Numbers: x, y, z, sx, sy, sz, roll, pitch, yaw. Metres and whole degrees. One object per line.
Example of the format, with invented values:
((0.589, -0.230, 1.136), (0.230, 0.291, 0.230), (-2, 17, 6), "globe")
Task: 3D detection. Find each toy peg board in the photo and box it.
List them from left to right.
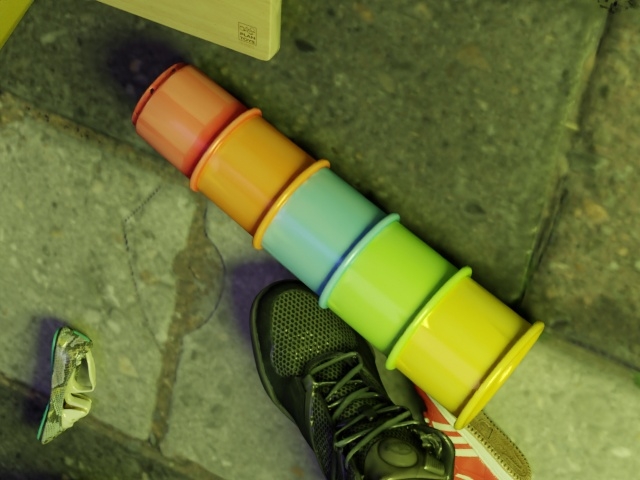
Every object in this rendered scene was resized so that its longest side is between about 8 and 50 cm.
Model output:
((-0.083, -0.227, 1.242), (0.161, 0.079, 0.160), (22, 137, 20), "toy peg board")

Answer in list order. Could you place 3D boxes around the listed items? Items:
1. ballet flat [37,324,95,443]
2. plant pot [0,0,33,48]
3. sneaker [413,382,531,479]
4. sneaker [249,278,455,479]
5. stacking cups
((-0.201, 0.121, 1.478), (0.041, 0.041, 0.114), (25, 123, 17), "ballet flat")
((-0.330, -0.215, 1.304), (0.212, 0.187, 0.212), (45, 125, 4), "plant pot")
((0.089, 0.142, 1.323), (0.067, 0.042, 0.118), (-38, 93, 32), "sneaker")
((0.029, 0.120, 1.280), (0.227, 0.087, 0.130), (67, 159, 10), "sneaker")
((0.000, 0.000, 1.275), (0.316, 0.096, 0.096), (37, 125, 9), "stacking cups")
